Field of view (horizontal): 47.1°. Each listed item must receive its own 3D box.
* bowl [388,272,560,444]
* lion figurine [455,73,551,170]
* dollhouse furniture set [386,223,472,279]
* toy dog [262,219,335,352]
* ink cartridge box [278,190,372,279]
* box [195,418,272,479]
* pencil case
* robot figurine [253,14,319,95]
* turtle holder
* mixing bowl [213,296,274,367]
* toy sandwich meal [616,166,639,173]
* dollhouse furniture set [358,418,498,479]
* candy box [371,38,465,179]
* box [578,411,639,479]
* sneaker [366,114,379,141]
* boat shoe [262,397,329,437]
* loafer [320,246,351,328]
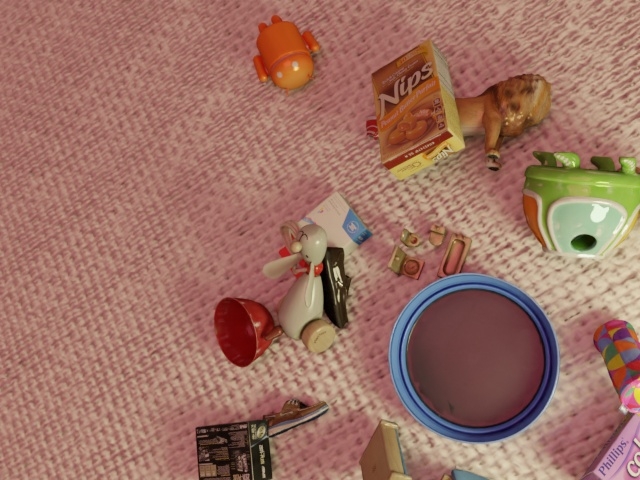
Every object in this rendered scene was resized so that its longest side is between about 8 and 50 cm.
[{"bbox_3d":[0.355,0.273,1.715,0.391,0.077,0.391,-3,80,17],"label":"bowl"},{"bbox_3d":[0.359,-0.299,1.807,0.392,0.142,0.240,6,73,23],"label":"lion figurine"},{"bbox_3d":[0.266,0.030,1.774,0.151,0.123,0.144,19,86,20],"label":"dollhouse furniture set"},{"bbox_3d":[-0.068,0.126,1.766,0.220,0.161,0.334,14,119,53],"label":"toy dog"},{"bbox_3d":[0.000,0.000,1.890,0.231,0.078,0.134,-40,71,7],"label":"ink cartridge box"},{"bbox_3d":[-0.217,0.529,1.828,0.180,0.077,0.147,-16,74,32],"label":"box"},{"bbox_3d":[0.653,0.268,1.553,0.104,0.236,0.104,2,119,4],"label":"pencil case"},{"bbox_3d":[-0.094,-0.506,1.997,0.158,0.128,0.219,-15,71,-25],"label":"robot figurine"},{"bbox_3d":[0.611,-0.078,1.652,0.320,0.243,0.227,3,97,-20],"label":"turtle holder"},{"bbox_3d":[-0.182,0.223,1.876,0.181,0.098,0.181,14,109,45],"label":"mixing bowl"},{"bbox_3d":[0.723,-0.136,1.713,0.085,0.029,0.086,-4,82,28],"label":"toy sandwich meal"},{"bbox_3d":[0.242,0.606,1.698,0.303,0.198,0.286,21,109,-10],"label":"dollhouse furniture set"},{"bbox_3d":[0.230,-0.321,1.783,0.183,0.087,0.316,-26,49,28],"label":"candy box"},{"bbox_3d":[0.706,0.485,1.508,0.243,0.117,0.213,38,71,21],"label":"box"},{"bbox_3d":[0.174,-0.293,1.913,0.118,0.042,0.067,-1,75,25],"label":"sneaker"},{"bbox_3d":[-0.068,0.431,1.830,0.183,0.066,0.066,-25,71,12],"label":"boat shoe"},{"bbox_3d":[0.047,0.115,1.821,0.078,0.080,0.220,-17,112,-21],"label":"loafer"}]
